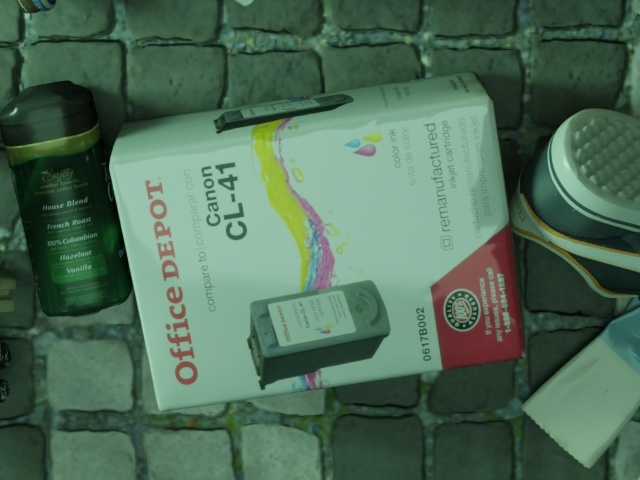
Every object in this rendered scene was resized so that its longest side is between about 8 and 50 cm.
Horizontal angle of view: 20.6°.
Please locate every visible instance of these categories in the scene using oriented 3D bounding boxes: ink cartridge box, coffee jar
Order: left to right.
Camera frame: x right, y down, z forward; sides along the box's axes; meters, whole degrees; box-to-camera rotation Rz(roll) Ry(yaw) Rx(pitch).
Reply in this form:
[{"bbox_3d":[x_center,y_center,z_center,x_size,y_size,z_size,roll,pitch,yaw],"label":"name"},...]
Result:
[{"bbox_3d":[-0.208,-0.036,1.439,0.079,0.096,0.184,-11,106,-1],"label":"coffee jar"},{"bbox_3d":[0.000,0.000,1.436,0.306,0.131,0.226,-10,105,0],"label":"ink cartridge box"}]

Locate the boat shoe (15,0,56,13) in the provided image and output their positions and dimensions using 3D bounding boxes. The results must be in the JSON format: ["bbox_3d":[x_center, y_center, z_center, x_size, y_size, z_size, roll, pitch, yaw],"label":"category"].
[{"bbox_3d":[-0.278,-0.253,1.400,0.066,0.066,0.183,-31,94,12],"label":"boat shoe"}]

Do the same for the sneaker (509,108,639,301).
[{"bbox_3d":[0.306,-0.010,1.446,0.321,0.126,0.127,21,147,-17],"label":"sneaker"}]

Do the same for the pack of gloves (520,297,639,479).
[{"bbox_3d":[0.323,0.123,1.531,0.195,0.046,0.232,42,98,1],"label":"pack of gloves"}]

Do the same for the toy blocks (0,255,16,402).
[{"bbox_3d":[-0.440,0.000,1.410,0.260,0.309,0.288,6,94,31],"label":"toy blocks"}]

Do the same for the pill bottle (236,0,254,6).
[{"bbox_3d":[-0.126,-0.292,1.350,0.246,0.136,0.136,36,102,-10],"label":"pill bottle"}]
